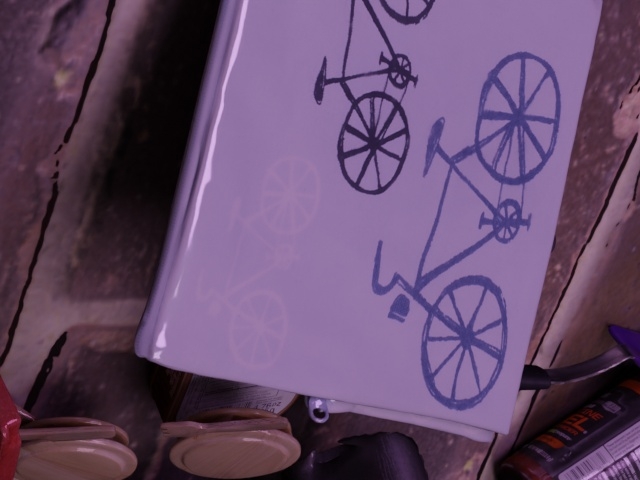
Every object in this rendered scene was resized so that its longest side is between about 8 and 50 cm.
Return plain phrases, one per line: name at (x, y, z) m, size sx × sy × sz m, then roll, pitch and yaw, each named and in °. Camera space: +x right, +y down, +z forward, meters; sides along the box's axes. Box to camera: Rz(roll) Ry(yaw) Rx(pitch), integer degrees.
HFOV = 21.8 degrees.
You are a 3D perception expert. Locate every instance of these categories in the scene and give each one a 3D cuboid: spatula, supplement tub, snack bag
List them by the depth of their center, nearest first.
snack bag at (0.039, -0.044, 1.042) m, size 0.343 × 0.037 × 0.323 m, roll 14°, pitch 88°, yaw -43°
spatula at (0.205, 0.105, 1.361) m, size 0.297 × 0.084 × 0.030 m, roll -2°, pitch 126°, yaw -31°
supplement tub at (0.259, 0.187, 1.439) m, size 0.198 × 0.106 × 0.106 m, roll -30°, pitch 136°, yaw -18°

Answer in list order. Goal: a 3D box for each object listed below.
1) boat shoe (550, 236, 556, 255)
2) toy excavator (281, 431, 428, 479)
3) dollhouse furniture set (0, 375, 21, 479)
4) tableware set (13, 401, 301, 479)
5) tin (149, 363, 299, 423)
boat shoe at (0.106, -0.034, 1.162) m, size 0.206 × 0.075 × 0.065 m, roll 19°, pitch 112°, yaw -41°
toy excavator at (0.055, 0.327, 1.303) m, size 0.433 × 0.222 × 0.445 m, roll -14°, pitch 154°, yaw -6°
dollhouse furniture set at (-0.316, 0.174, 0.958) m, size 0.201 × 0.152 × 0.374 m, roll -15°, pitch 147°, yaw -31°
tableware set at (-0.110, 0.130, 1.088) m, size 0.194 × 0.039 × 0.128 m, roll -3°, pitch 151°, yaw 0°
tin at (-0.049, 0.072, 1.105) m, size 0.106 × 0.040 × 0.189 m, roll -11°, pitch 145°, yaw -28°
